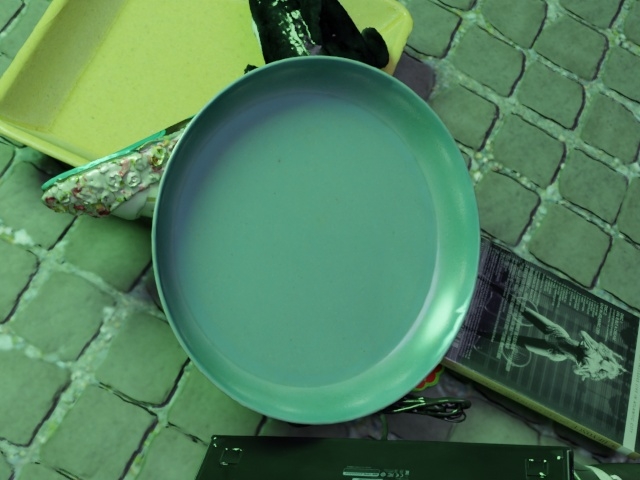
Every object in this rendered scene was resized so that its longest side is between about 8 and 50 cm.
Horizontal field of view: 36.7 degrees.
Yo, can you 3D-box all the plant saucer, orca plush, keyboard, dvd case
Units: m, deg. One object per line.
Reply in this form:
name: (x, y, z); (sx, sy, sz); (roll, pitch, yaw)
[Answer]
plant saucer: (-0.112, -0.162, 0.978); (0.333, 0.081, 0.332); (25, 64, -3)
plant saucer: (0.000, 0.000, 0.846); (0.318, 0.044, 0.317); (0, 89, -27)
orca plush: (0.001, -0.226, 0.932); (0.151, 0.102, 0.287); (-3, 68, -15)
keyboard: (0.051, 0.193, 0.814); (0.317, 0.033, 0.201); (0, 32, 14)
dvd case: (0.230, 0.102, 0.962); (0.221, 0.018, 0.164); (26, 49, -2)

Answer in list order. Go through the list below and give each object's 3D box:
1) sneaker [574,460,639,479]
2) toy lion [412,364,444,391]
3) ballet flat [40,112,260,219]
sneaker: (0.209, 0.258, 0.845); (0.331, 0.146, 0.122); (-7, 68, -18)
toy lion: (0.092, 0.096, 0.948); (0.100, 0.034, 0.096); (-29, 84, -23)
ballet flat: (-0.121, -0.065, 0.846); (0.241, 0.091, 0.077); (-28, 91, -20)
